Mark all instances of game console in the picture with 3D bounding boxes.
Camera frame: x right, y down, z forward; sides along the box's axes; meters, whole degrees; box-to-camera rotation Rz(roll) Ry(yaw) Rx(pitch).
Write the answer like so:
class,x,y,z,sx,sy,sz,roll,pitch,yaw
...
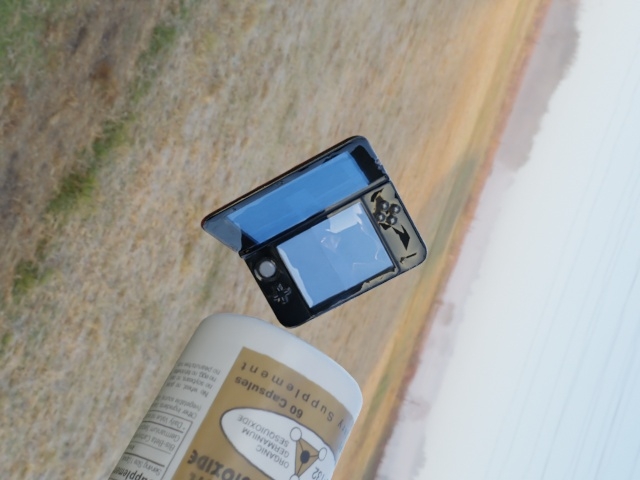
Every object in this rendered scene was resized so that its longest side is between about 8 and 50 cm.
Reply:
class,x,y,z,sx,sy,sz,roll,pitch,yaw
game console,0.000,0.000,0.590,0.144,0.124,0.085,-28,-174,9

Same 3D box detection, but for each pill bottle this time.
class,x,y,z,sx,sy,sz,roll,pitch,yaw
pill bottle,-0.074,0.175,0.479,0.131,0.131,0.229,94,21,-63
